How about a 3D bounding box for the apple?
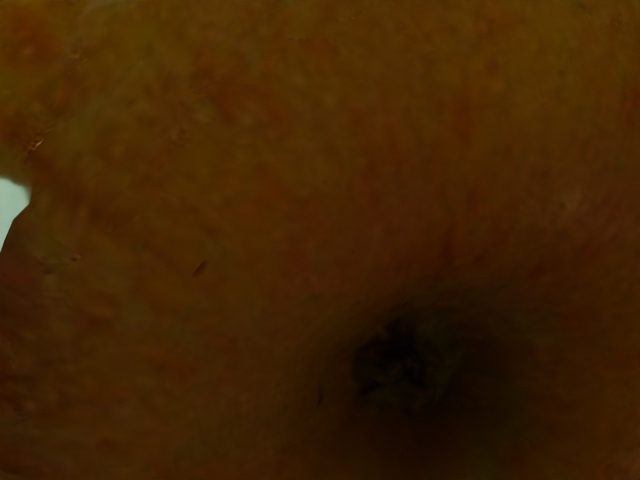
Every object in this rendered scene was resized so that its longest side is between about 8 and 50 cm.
[{"bbox_3d":[0.000,0.000,0.596,0.400,0.400,0.333,-10,20,-34],"label":"apple"}]
